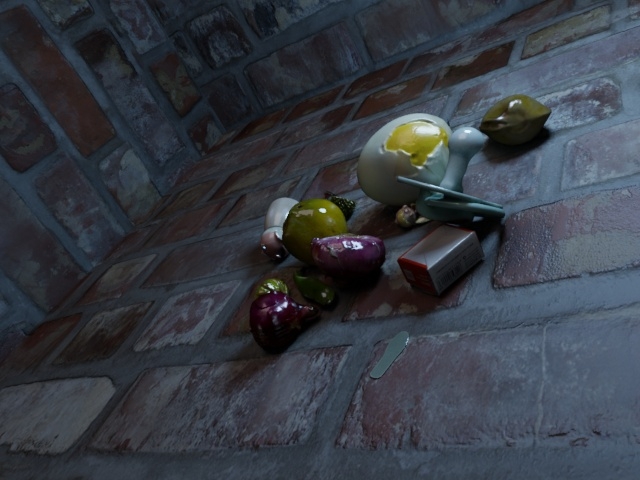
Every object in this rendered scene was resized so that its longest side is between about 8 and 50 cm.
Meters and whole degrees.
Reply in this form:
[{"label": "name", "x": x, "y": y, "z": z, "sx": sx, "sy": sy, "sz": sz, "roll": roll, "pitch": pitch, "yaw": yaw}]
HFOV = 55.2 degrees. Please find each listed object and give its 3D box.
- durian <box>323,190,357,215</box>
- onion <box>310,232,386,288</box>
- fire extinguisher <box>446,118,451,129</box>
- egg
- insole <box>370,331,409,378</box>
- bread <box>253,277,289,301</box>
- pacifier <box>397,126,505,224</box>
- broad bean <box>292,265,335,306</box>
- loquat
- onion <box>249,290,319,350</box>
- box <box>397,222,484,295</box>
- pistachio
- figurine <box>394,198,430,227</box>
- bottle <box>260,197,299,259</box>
[{"label": "durian", "x": 0.060, "y": -0.107, "z": 2.186, "sx": 0.187, "sy": 0.119, "sz": 0.108, "roll": -141, "pitch": 70, "yaw": -76}, {"label": "onion", "x": 0.076, "y": 0.060, "z": 1.766, "sx": 0.230, "sy": 0.163, "sz": 0.230, "roll": 3, "pitch": 0, "yaw": 0}, {"label": "fire extinguisher", "x": 0.444, "y": -0.408, "z": 2.365, "sx": 0.157, "sy": 0.045, "sz": 0.078, "roll": -30, "pitch": 52, "yaw": -2}, {"label": "egg", "x": 0.274, "y": -0.248, "z": 1.955, "sx": 0.345, "sy": 0.283, "sz": 0.283, "roll": -20, "pitch": 26, "yaw": 30}, {"label": "insole", "x": 0.163, "y": 0.267, "z": 1.436, "sx": 0.053, "sy": 0.002, "sz": 0.152, "roll": 1, "pitch": 39, "yaw": 49}, {"label": "bread", "x": -0.156, "y": 0.169, "z": 1.880, "sx": 0.083, "sy": 0.094, "sz": 0.157, "roll": -15, "pitch": 20, "yaw": 39}, {"label": "pacifier", "x": 0.380, "y": -0.171, "z": 1.655, "sx": 0.288, "sy": 0.269, "sz": 0.343, "roll": 22, "pitch": 12, "yaw": 34}, {"label": "broad bean", "x": -0.023, "y": 0.131, "z": 1.843, "sx": 0.098, "sy": 0.056, "sz": 0.318, "roll": -30, "pitch": 23, "yaw": -2}, {"label": "loquat", "x": 0.001, "y": -0.023, "z": 1.953, "sx": 0.213, "sy": 0.246, "sz": 0.213, "roll": -165, "pitch": 90, "yaw": -76}, {"label": "onion", "x": -0.109, "y": 0.202, "z": 1.706, "sx": 0.198, "sy": 0.135, "sz": 0.173, "roll": -26, "pitch": 28, "yaw": 6}, {"label": "box", "x": 0.309, "y": 0.049, "z": 1.575, "sx": 0.182, "sy": 0.099, "sz": 0.133, "roll": -37, "pitch": 25, "yaw": -20}, {"label": "pistachio", "x": 0.631, "y": -0.395, "z": 2.003, "sx": 0.213, "sy": 0.162, "sz": 0.260, "roll": -7, "pitch": 13, "yaw": 2}, {"label": "figurine", "x": 0.311, "y": -0.093, "z": 1.883, "sx": 0.187, "sy": 0.083, "sz": 0.083, "roll": -29, "pitch": 24, "yaw": 19}, {"label": "bottle", "x": -0.141, "y": -0.030, "z": 2.185, "sx": 0.148, "sy": 0.147, "sz": 0.236, "roll": -16, "pitch": 35, "yaw": 28}]
